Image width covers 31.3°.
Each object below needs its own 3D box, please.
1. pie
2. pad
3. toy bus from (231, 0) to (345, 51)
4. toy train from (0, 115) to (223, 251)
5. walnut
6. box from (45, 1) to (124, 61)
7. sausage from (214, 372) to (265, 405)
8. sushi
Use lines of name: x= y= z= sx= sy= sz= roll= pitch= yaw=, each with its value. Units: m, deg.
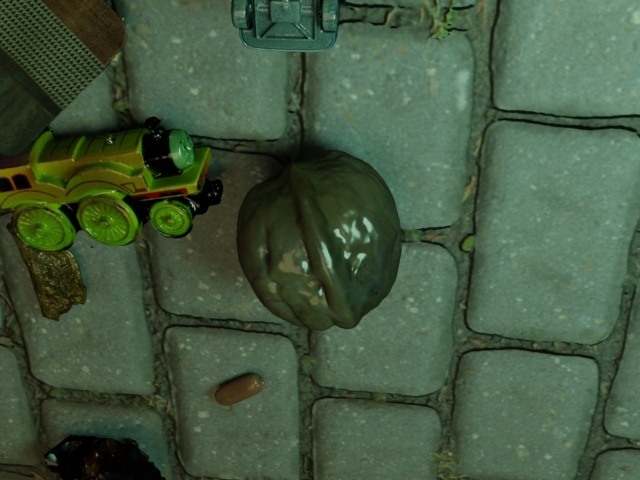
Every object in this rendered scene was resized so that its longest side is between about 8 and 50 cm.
pie: x=-0.382 y=0.047 z=1.627 sx=0.092 sy=0.034 sz=0.170 roll=-2 pitch=124 yaw=13
pad: x=-0.308 y=-0.159 z=1.348 sx=0.250 sy=0.055 sz=0.323 roll=-40 pitch=81 yaw=24
toy bus: x=-0.033 y=-0.325 z=1.183 sx=0.113 sy=0.134 sz=0.246 roll=2 pitch=130 yaw=5
toy train: x=-0.277 y=-0.075 z=1.460 sx=0.296 sy=0.100 sz=0.160 roll=-7 pitch=127 yaw=14
walnut: x=0.000 y=0.000 z=1.418 sx=0.224 sy=0.224 sz=0.224 roll=4 pitch=131 yaw=5
box: x=-0.284 y=-0.251 z=1.365 sx=0.093 sy=0.015 sz=0.058 roll=14 pitch=133 yaw=-4
sausage: x=-0.123 y=0.227 z=1.739 sx=0.083 sy=0.034 sz=0.034 roll=-26 pitch=122 yaw=26
sushi: x=-0.334 y=0.399 z=1.844 sx=0.150 sy=0.153 sz=0.172 roll=-2 pitch=112 yaw=37
